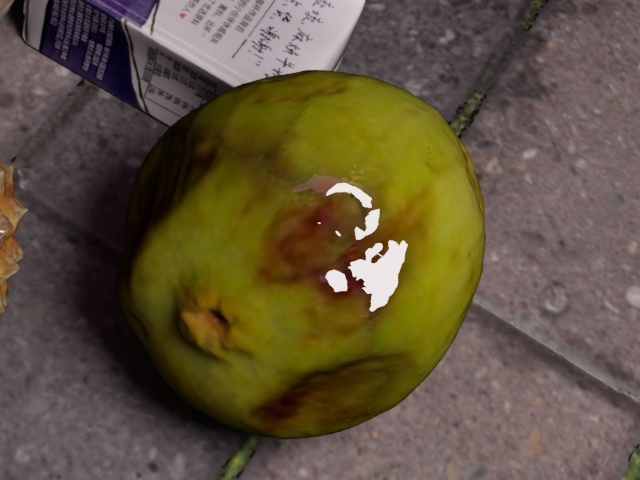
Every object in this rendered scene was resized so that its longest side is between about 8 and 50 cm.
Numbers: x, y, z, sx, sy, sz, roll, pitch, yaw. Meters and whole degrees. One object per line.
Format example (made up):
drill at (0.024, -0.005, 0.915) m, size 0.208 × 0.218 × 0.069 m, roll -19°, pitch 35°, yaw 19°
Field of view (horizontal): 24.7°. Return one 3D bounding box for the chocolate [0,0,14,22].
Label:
chocolate at (-0.284, -0.196, 1.077) m, size 0.157 × 0.080 × 0.254 m, roll 14°, pitch 59°, yaw 16°

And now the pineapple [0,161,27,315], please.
pineapple at (-0.271, -0.014, 0.945) m, size 0.166 × 0.166 × 0.193 m, roll 8°, pitch 41°, yaw -11°

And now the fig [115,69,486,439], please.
fig at (0.000, 0.000, 0.974) m, size 0.239 × 0.239 × 0.271 m, roll 46°, pitch 35°, yaw 11°

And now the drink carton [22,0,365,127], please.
drink carton at (-0.095, -0.167, 1.105) m, size 0.222 × 0.102 × 0.134 m, roll 30°, pitch 57°, yaw 2°
